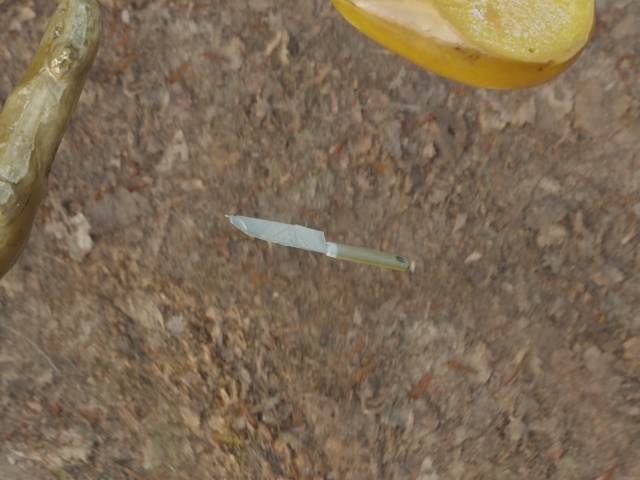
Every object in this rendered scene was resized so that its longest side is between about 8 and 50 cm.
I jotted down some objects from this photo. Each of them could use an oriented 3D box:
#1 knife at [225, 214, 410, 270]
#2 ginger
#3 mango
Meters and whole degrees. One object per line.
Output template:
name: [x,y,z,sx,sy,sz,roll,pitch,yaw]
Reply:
knife: [-0.001,0.001,1.519,0.298,0.017,0.047,11,53,-27]
ginger: [-0.250,-0.035,0.806,0.081,0.148,0.333,33,96,2]
mango: [0.106,-0.185,0.851,0.217,0.102,0.141,11,65,-8]
